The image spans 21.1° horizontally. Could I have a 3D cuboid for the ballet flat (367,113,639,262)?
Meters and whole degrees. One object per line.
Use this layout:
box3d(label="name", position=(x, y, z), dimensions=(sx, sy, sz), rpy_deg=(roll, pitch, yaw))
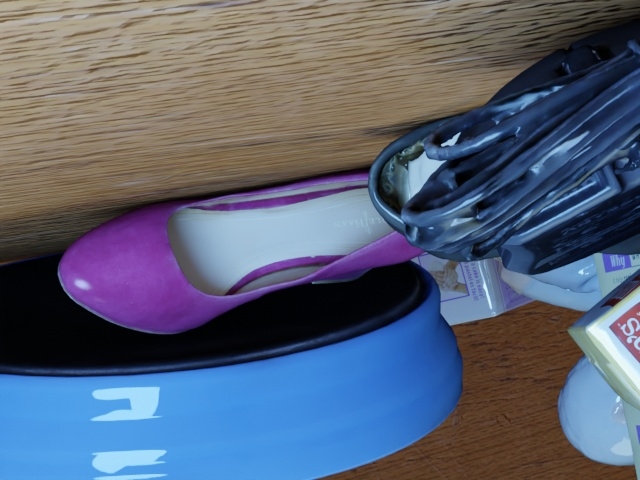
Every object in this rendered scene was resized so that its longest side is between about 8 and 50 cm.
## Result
box3d(label="ballet flat", position=(0.142, -0.036, 0.817), dimensions=(0.280, 0.095, 0.096), rpy_deg=(-13, 164, 35))

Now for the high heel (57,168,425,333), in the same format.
box3d(label="high heel", position=(-0.029, -0.004, 1.010), dimensions=(0.244, 0.082, 0.117), rpy_deg=(0, 156, -37))

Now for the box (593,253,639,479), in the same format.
box3d(label="box", position=(0.269, 0.033, 1.039), dimensions=(0.117, 0.243, 0.213), rpy_deg=(-10, 176, -17))

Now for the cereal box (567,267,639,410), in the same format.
box3d(label="cereal box", position=(0.203, -0.022, 0.660), dimensions=(0.240, 0.047, 0.173), rpy_deg=(-39, 174, 4))

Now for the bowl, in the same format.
box3d(label="bowl", position=(-0.102, 0.070, 1.129), dimensions=(0.391, 0.077, 0.391), rpy_deg=(-3, -167, 1))

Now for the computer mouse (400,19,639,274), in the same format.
box3d(label="computer mouse", position=(0.111, -0.050, 0.624), dimensions=(0.188, 0.072, 0.272), rpy_deg=(-26, 171, 2))

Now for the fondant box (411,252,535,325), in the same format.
box3d(label="fondant box", position=(0.070, 0.043, 1.701), dimensions=(0.330, 0.096, 0.238), rpy_deg=(-16, 180, 32))

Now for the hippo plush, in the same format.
box3d(label="hippo plush", position=(0.271, 0.074, 1.367), dimensions=(0.294, 0.237, 0.234), rpy_deg=(2, 165, -18))
